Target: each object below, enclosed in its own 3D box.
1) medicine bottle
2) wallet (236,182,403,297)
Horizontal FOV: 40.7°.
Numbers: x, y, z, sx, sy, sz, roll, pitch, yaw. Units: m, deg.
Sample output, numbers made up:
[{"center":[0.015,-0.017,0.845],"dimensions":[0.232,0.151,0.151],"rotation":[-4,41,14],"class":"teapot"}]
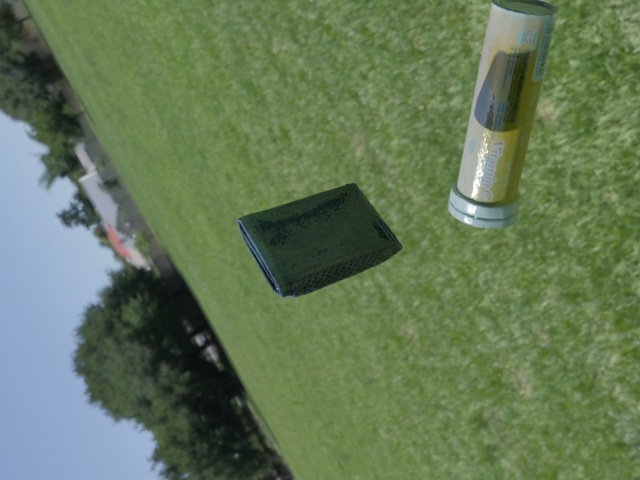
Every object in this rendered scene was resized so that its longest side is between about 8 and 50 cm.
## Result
[{"center":[0.177,-0.122,0.840],"dimensions":[0.074,0.074,0.218],"rotation":[-131,39,-50],"class":"medicine bottle"},{"center":[0.000,0.000,0.757],"dimensions":[0.088,0.129,0.026],"rotation":[55,147,26],"class":"wallet"}]
